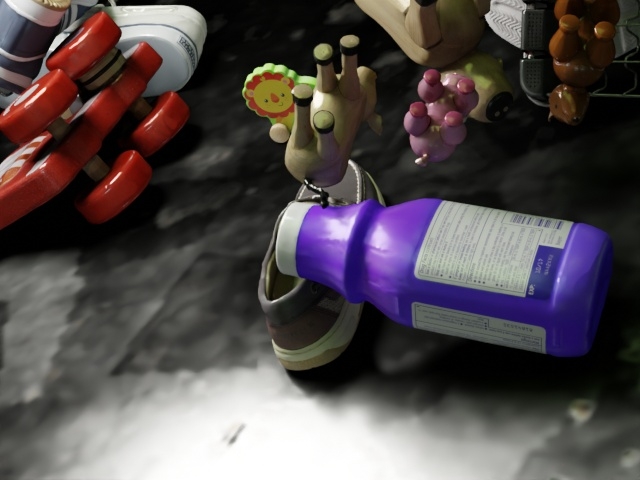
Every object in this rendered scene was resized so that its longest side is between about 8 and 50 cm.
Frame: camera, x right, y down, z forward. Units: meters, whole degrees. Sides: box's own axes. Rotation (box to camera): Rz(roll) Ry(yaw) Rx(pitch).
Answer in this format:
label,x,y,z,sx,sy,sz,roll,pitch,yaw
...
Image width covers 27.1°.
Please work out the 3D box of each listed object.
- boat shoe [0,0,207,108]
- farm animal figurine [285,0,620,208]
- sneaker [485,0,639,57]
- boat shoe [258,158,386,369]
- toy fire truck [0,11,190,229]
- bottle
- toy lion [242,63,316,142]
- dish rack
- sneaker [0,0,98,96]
label,x,y,z,sx,sy,sz,roll,pitch,yaw
boat shoe,-0.325,-0.280,1.861,0.367,0.136,0.156,-5,39,23
farm animal figurine,0.101,-0.185,1.262,0.330,0.172,0.327,-15,60,-7
sneaker,0.350,-0.289,1.472,0.321,0.124,0.180,3,36,25
boat shoe,0.000,0.000,1.301,0.103,0.092,0.285,-8,38,21
toy fire truck,-0.322,-0.126,1.643,0.254,0.169,0.302,-24,27,37
bottle,0.103,0.022,1.145,0.283,0.092,0.118,10,45,18
toy lion,-0.037,-0.166,1.551,0.100,0.096,0.034,-11,36,20
dish rack,0.329,-0.235,1.335,0.271,0.208,0.074,4,9,25
sneaker,-0.371,-0.272,1.703,0.153,0.099,0.282,-57,7,16
